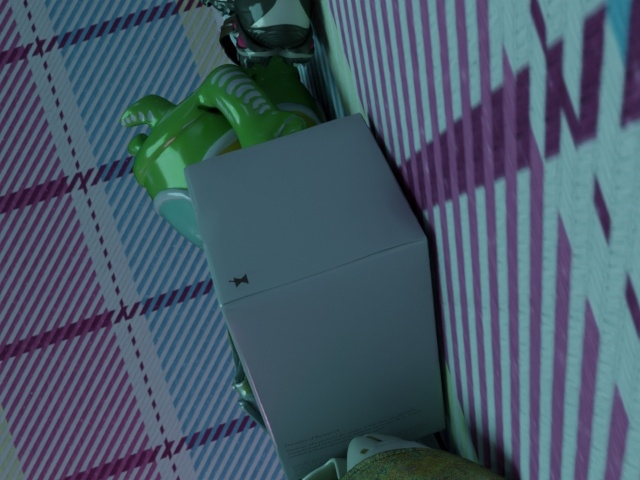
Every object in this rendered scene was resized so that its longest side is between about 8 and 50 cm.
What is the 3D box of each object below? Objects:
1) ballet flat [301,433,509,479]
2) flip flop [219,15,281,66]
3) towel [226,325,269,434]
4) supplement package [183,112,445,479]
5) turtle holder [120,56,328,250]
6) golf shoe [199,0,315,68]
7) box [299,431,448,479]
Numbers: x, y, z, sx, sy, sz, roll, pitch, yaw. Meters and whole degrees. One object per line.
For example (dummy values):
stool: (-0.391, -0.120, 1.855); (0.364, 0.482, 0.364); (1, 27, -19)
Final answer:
ballet flat: (0.038, 0.241, 0.791); (0.348, 0.123, 0.123); (-48, 53, 44)
flip flop: (-0.111, -0.299, 1.329); (0.112, 0.080, 0.277); (79, 172, -53)
towel: (0.006, 0.218, 1.246); (0.374, 0.090, 0.320); (47, -170, -26)
supplement package: (0.003, 0.062, 0.826); (0.293, 0.175, 0.177); (77, 174, -47)
turtle holder: (-0.075, -0.101, 1.035); (0.320, 0.243, 0.227); (-36, 86, 47)
golf shoe: (-0.067, -0.290, 0.937); (0.273, 0.105, 0.120); (-122, 30, -47)
box: (0.059, 0.406, 0.884); (0.318, 0.097, 0.395); (-55, 37, 28)
